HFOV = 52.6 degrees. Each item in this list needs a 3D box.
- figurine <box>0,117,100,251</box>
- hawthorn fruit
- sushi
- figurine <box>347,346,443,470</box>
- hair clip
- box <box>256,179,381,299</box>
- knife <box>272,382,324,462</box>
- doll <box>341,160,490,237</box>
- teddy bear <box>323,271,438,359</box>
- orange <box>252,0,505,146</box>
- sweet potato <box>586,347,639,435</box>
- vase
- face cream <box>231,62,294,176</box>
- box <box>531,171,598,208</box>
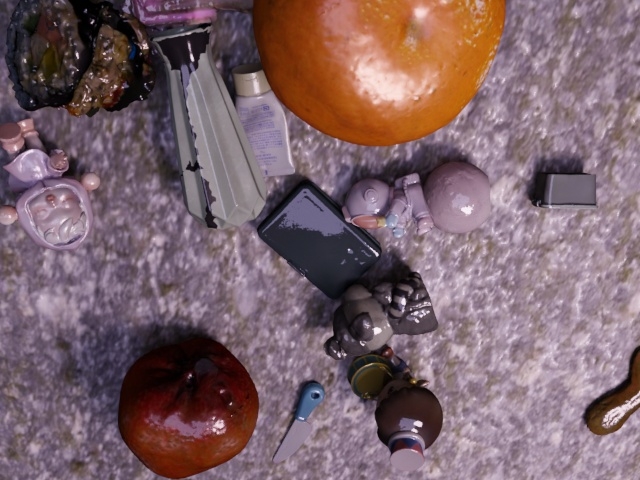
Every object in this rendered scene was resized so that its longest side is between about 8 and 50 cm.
[{"bbox_3d":[-0.537,-0.100,1.260,0.200,0.133,0.276,-26,105,-22],"label":"figurine"},{"bbox_3d":[-0.284,0.352,1.351,0.295,0.295,0.311,38,128,-12],"label":"hawthorn fruit"},{"bbox_3d":[-0.416,-0.328,1.144,0.219,0.238,0.225,-2,106,-47],"label":"sushi"},{"bbox_3d":[0.161,0.349,1.346,0.158,0.275,0.161,13,107,-22],"label":"figurine"},{"bbox_3d":[-0.215,-0.430,1.179,0.300,0.069,0.173,-2,108,11],"label":"hair clip"},{"bbox_3d":[0.000,0.000,1.338,0.230,0.050,0.160,42,104,-14],"label":"box"},{"bbox_3d":[-0.047,0.431,1.499,0.058,0.032,0.244,16,113,-15],"label":"knife"},{"bbox_3d":[0.184,-0.079,1.274,0.287,0.151,0.151,-4,109,8],"label":"doll"},{"bbox_3d":[0.118,0.142,1.302,0.251,0.171,0.144,-17,77,-9],"label":"teddy bear"},{"bbox_3d":[0.089,-0.370,1.060,0.424,0.326,0.424,-6,114,-13],"label":"orange"},{"bbox_3d":[0.690,0.351,1.459,0.081,0.062,0.233,30,103,-8],"label":"sweet potato"},{"bbox_3d":[-0.209,-0.204,1.188,0.165,0.165,0.360,-11,115,3],"label":"vase"},{"bbox_3d":[-0.121,-0.227,1.263,0.114,0.070,0.224,-5,121,5],"label":"face cream"},{"bbox_3d":[0.489,-0.101,1.293,0.122,0.084,0.069,0,101,-2],"label":"box"}]
